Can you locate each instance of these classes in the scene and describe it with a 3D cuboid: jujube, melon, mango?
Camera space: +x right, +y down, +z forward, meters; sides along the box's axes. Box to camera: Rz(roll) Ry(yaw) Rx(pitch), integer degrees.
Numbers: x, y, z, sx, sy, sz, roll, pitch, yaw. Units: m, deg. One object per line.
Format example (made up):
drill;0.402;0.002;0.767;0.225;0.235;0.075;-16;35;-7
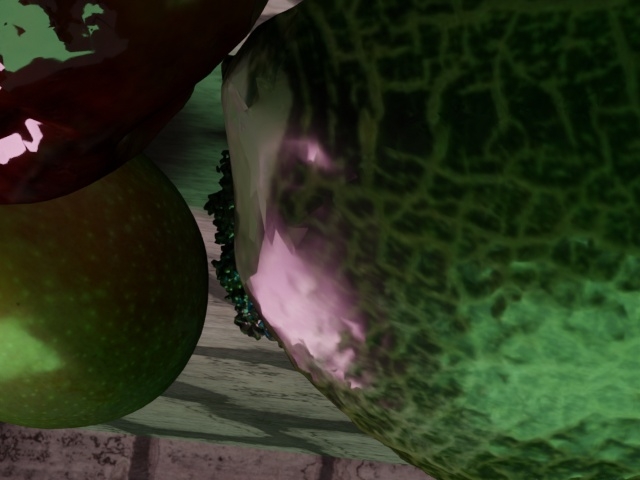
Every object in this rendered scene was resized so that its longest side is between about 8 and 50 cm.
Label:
jujube;-0.111;-0.107;0.635;0.183;0.183;0.243;12;168;-14
melon;0.145;-0.014;0.664;0.344;0.226;0.331;-11;137;-17
mango;-0.176;0.023;1.179;0.225;0.201;0.382;27;172;9

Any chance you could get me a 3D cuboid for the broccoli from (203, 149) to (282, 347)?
broccoli;0.000;0.000;1.196;0.167;0.154;0.160;10;-153;-8
